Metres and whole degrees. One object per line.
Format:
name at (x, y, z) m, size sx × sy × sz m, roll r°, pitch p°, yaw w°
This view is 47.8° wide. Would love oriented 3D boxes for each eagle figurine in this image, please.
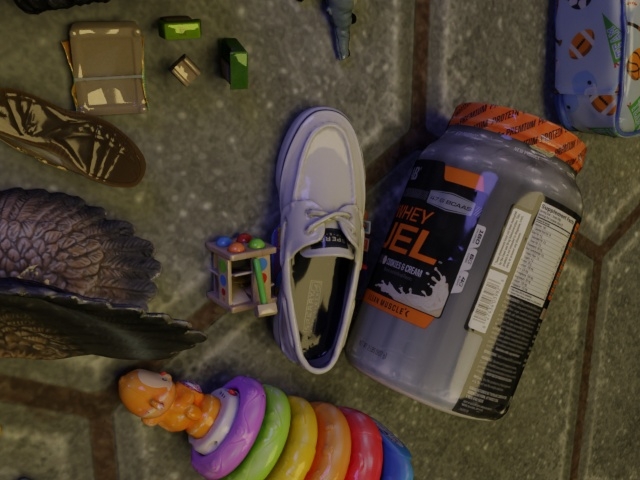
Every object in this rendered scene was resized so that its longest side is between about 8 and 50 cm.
eagle figurine at (-0.255, 0.056, 0.489) m, size 0.298 × 0.226 × 0.225 m, roll -31°, pitch 158°, yaw -8°

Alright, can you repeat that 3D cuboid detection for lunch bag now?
lunch bag at (0.420, -0.282, 0.962) m, size 0.243 × 0.115 × 0.303 m, roll -16°, pitch 112°, yaw -36°

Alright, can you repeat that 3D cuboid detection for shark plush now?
shark plush at (0.001, -0.258, 0.707) m, size 0.067 × 0.073 × 0.161 m, roll -24°, pitch 140°, yaw -8°

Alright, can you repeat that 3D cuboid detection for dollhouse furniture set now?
dollhouse furniture set at (-0.142, -0.155, 0.627) m, size 0.152 × 0.058 × 0.076 m, roll -7°, pitch 116°, yaw -16°

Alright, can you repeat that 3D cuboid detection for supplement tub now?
supplement tub at (0.166, 0.021, 0.804) m, size 0.194 × 0.194 × 0.315 m, roll 22°, pitch 89°, yaw -39°

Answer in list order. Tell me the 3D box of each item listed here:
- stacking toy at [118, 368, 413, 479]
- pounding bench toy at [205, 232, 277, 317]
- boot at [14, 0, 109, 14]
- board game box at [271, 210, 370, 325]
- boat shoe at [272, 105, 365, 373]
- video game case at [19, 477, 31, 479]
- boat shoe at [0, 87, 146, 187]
stacking toy at (-0.070, 0.202, 0.727) m, size 0.302 × 0.175 × 0.165 m, roll 36°, pitch 86°, yaw -24°
pounding bench toy at (-0.069, 0.032, 0.698) m, size 0.052 × 0.083 × 0.065 m, roll -11°, pitch 110°, yaw -35°
boot at (-0.094, -0.324, 0.540) m, size 0.348 × 0.131 × 0.260 m, roll -21°, pitch 109°, yaw -19°
board game box at (0.010, 0.036, 0.793) m, size 0.133 × 0.033 × 0.168 m, roll -10°, pitch 108°, yaw -35°
boat shoe at (0.000, 0.000, 0.717) m, size 0.096 × 0.088 × 0.267 m, roll 8°, pitch 94°, yaw -16°
video game case at (-0.241, 0.425, 0.694) m, size 0.329 × 0.036 × 0.299 m, roll 42°, pitch 77°, yaw -31°
boat shoe at (-0.207, -0.082, 0.585) m, size 0.135 × 0.045 × 0.050 m, roll 29°, pitch 77°, yaw -35°
